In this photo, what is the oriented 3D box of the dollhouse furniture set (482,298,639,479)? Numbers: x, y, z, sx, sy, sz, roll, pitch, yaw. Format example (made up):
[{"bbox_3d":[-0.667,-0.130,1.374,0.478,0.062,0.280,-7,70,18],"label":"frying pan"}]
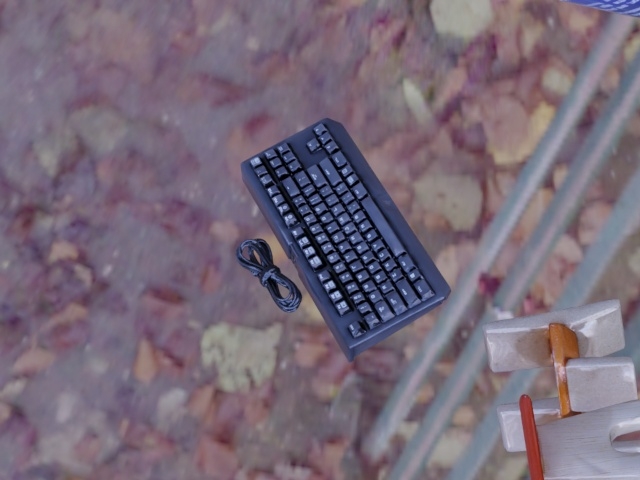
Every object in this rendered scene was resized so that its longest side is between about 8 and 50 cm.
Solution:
[{"bbox_3d":[0.147,0.211,1.082,0.135,0.262,0.259,-9,129,7],"label":"dollhouse furniture set"}]

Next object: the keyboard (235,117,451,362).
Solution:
[{"bbox_3d":[0.000,0.000,1.132,0.108,0.180,0.023,-32,140,1],"label":"keyboard"}]

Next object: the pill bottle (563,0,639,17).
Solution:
[{"bbox_3d":[0.158,-0.207,0.974,0.265,0.153,0.153,9,117,-25],"label":"pill bottle"}]
